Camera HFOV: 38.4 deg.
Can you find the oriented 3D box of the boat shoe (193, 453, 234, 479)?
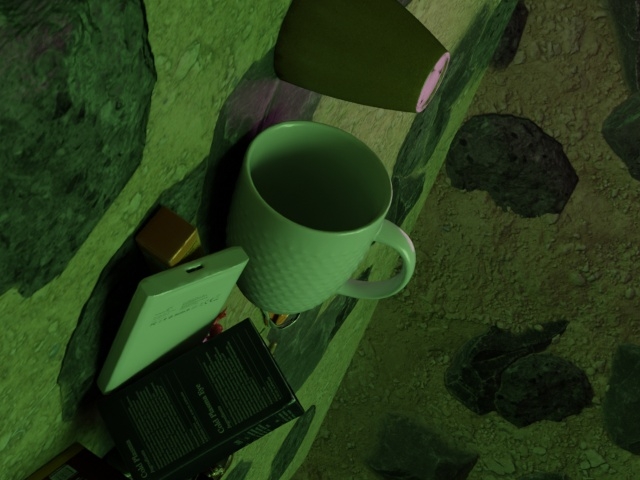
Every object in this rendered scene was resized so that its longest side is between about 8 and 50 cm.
[{"bbox_3d":[-0.313,0.665,2.642,0.207,0.073,0.073,-63,168,13],"label":"boat shoe"}]

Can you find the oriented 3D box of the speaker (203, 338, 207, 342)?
[{"bbox_3d":[-0.285,0.241,1.886,0.136,0.055,0.055,-40,157,-55],"label":"speaker"}]

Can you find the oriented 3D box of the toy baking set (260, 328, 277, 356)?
[{"bbox_3d":[-0.180,0.352,2.558,0.256,0.030,0.197,-63,166,12],"label":"toy baking set"}]

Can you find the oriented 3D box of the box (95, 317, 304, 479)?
[{"bbox_3d":[-0.213,0.320,1.747,0.312,0.179,0.343,-30,167,-6],"label":"box"}]

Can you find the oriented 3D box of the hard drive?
[{"bbox_3d":[-0.256,0.140,1.568,0.203,0.040,0.307,-21,155,-40],"label":"hard drive"}]

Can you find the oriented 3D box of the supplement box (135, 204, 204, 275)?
[{"bbox_3d":[-0.244,0.034,1.554,0.078,0.080,0.233,-53,168,-19],"label":"supplement box"}]

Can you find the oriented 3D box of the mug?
[{"bbox_3d":[0.000,0.000,1.749,0.328,0.374,0.276,114,-4,-48],"label":"mug"}]

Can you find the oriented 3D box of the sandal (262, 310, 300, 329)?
[{"bbox_3d":[-0.097,0.189,2.419,0.102,0.076,0.265,-57,167,-9],"label":"sandal"}]

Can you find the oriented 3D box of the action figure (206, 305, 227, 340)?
[{"bbox_3d":[-0.234,0.264,2.054,0.139,0.091,0.280,-39,157,-41],"label":"action figure"}]

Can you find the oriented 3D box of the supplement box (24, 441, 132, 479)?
[{"bbox_3d":[-0.425,0.493,1.608,0.191,0.194,0.129,-34,151,-61],"label":"supplement box"}]

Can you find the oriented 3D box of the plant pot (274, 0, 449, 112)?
[{"bbox_3d":[0.089,-0.335,1.612,0.237,0.254,0.237,-55,165,-23],"label":"plant pot"}]

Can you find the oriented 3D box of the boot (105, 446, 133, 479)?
[{"bbox_3d":[-0.421,0.511,1.963,0.209,0.076,0.189,-59,166,27],"label":"boot"}]
